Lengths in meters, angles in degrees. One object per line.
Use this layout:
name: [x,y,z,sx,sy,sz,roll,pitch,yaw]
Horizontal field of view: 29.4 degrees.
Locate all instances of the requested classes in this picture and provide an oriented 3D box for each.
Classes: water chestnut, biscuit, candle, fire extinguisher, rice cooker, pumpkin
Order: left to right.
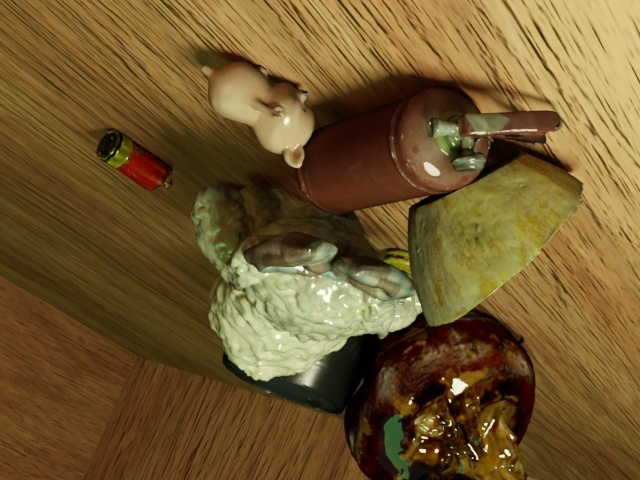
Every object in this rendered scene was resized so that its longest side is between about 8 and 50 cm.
candle: [-0.268,-0.112,1.801,0.052,0.052,0.130,5,158,48]
rice cooker: [-0.030,0.149,2.033,0.267,0.224,0.267,20,166,5]
biscuit: [0.133,0.039,1.802,0.084,0.023,0.084,20,166,5]
fire extinguisher: [0.108,-0.094,1.255,0.147,0.107,0.337,-5,179,-28]
water chestnut: [0.202,0.279,1.917,0.335,0.335,0.347,37,-164,-42]
pumpkin: [0.161,-0.020,1.258,0.110,0.217,0.217,49,163,0]

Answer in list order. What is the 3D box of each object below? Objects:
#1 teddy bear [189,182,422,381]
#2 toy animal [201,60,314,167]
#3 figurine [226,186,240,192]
teddy bear: [0.000,0.000,1.518,0.327,0.375,0.362,25,137,-6]
toy animal: [-0.067,-0.147,1.337,0.150,0.083,0.089,39,135,-5]
figurine: [-0.117,-0.038,1.835,0.072,0.054,0.129,10,163,26]
